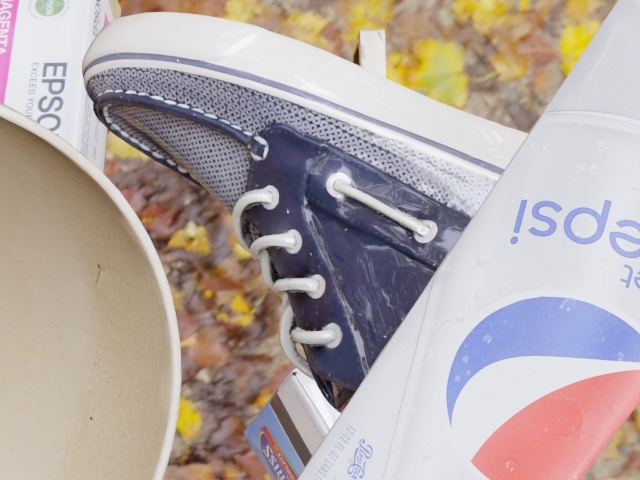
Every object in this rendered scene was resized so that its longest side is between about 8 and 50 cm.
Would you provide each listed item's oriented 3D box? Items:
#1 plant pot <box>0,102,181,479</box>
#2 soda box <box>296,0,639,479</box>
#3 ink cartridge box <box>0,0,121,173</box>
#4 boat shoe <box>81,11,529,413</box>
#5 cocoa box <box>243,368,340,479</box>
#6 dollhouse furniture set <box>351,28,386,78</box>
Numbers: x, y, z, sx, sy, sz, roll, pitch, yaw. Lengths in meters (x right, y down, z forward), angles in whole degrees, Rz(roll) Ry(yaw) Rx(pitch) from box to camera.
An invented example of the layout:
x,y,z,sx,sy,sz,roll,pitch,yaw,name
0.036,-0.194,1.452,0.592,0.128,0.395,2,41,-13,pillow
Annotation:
x,y,z,sx,sy,sz,roll,pitch,yaw,name
-0.225,0.046,0.568,0.284,0.191,0.284,-16,121,-30,plant pot
0.084,0.040,0.563,0.091,0.286,0.098,36,20,9,soda box
-0.255,-0.104,1.030,0.193,0.088,0.234,-2,60,3,ink cartridge box
0.000,0.000,0.744,0.341,0.127,0.158,19,70,17,boat shoe
0.122,0.230,1.809,0.347,0.228,0.231,-25,76,-29,cocoa box
0.000,-0.122,1.380,0.123,0.144,0.151,-1,87,-3,dollhouse furniture set
